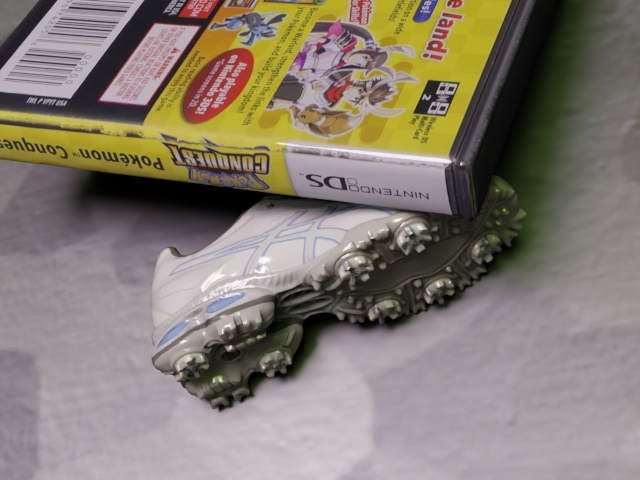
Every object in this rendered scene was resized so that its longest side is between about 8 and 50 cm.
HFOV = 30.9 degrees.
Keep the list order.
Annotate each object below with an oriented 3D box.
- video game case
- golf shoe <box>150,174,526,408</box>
[{"bbox_3d":[-0.008,-0.129,0.575,0.248,0.035,0.275,8,49,22],"label":"video game case"},{"bbox_3d":[0.000,0.000,0.521,0.176,0.069,0.086,-23,51,3],"label":"golf shoe"}]
